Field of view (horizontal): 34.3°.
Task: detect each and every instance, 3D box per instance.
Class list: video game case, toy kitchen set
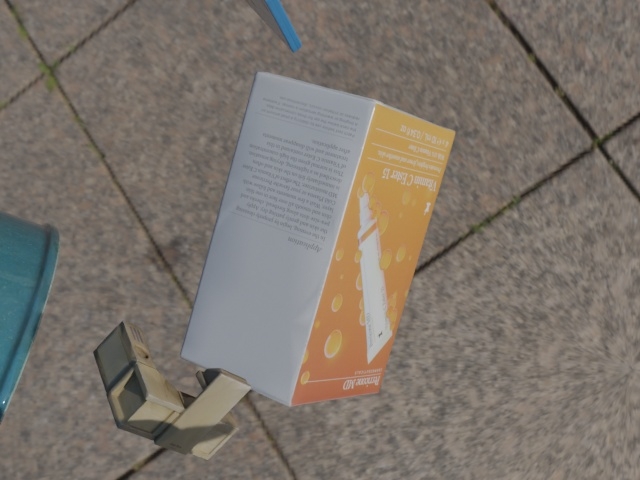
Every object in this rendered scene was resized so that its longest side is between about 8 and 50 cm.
[{"bbox_3d":[-0.087,-0.281,1.096,0.015,0.119,0.166,-41,69,-1],"label":"video game case"},{"bbox_3d":[-0.094,0.092,0.705,0.068,0.083,0.075,-45,44,13],"label":"toy kitchen set"}]

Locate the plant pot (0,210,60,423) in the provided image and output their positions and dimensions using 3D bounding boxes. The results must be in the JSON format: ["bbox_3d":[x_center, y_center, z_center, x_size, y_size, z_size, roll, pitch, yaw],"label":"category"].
[{"bbox_3d":[-0.368,0.064,0.766,0.255,0.271,0.272,25,91,-22],"label":"plant pot"}]

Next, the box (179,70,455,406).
[{"bbox_3d":[0.000,0.000,1.232,0.168,0.215,0.345,20,97,30],"label":"box"}]
